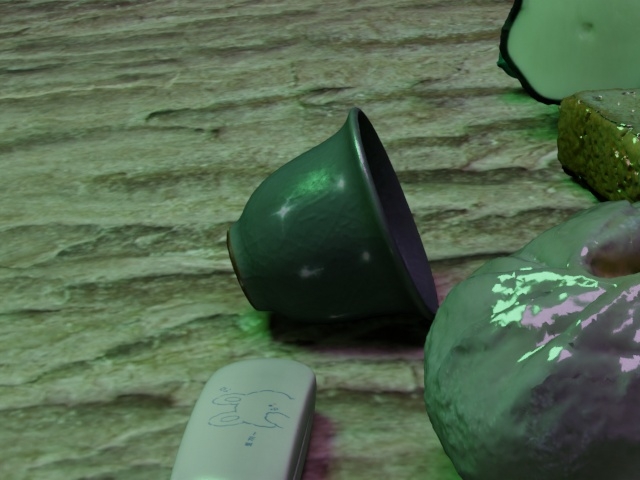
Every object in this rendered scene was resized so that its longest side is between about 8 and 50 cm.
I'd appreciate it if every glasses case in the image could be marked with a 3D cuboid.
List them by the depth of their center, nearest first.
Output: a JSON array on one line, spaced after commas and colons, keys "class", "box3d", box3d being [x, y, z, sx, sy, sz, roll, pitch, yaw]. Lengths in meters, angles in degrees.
[{"class": "glasses case", "box3d": [-0.056, 0.154, 1.464, 0.092, 0.059, 0.233, -2, 23, 10]}]

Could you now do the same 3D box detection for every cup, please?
[{"class": "cup", "box3d": [0.000, 0.000, 1.692, 0.150, 0.199, 0.199, -20, 22, 9]}]

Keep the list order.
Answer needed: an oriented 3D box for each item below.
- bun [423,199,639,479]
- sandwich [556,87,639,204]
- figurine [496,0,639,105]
[{"class": "bun", "box3d": [0.243, 0.075, 1.418, 0.354, 0.194, 0.354, -3, 25, 1]}, {"class": "sandwich", "box3d": [0.390, -0.076, 1.859, 0.249, 0.095, 0.273, -7, 23, -13]}, {"class": "figurine", "box3d": [0.352, -0.261, 2.153, 0.323, 0.231, 0.340, -21, 5, 33]}]
